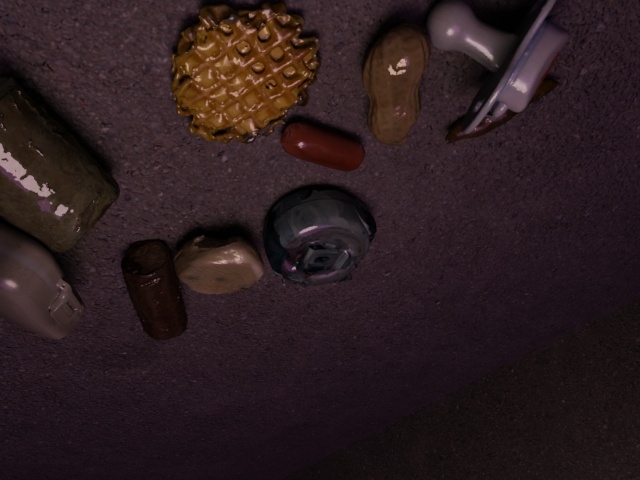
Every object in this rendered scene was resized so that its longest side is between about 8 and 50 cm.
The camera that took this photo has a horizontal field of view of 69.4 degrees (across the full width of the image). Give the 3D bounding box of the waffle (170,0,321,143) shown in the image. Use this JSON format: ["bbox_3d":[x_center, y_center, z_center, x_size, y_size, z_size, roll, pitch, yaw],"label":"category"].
[{"bbox_3d":[-0.132,-0.287,0.832,0.263,0.060,0.280,0,137,-18],"label":"waffle"}]

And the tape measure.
[{"bbox_3d":[0.000,0.000,1.131,0.275,0.147,0.256,6,134,-26],"label":"tape measure"}]

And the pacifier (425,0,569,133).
[{"bbox_3d":[0.296,-0.351,0.834,0.233,0.244,0.299,29,102,-3],"label":"pacifier"}]

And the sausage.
[{"bbox_3d":[0.008,-0.195,0.973,0.194,0.077,0.077,14,131,-28],"label":"sausage"}]

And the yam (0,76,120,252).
[{"bbox_3d":[-0.501,-0.125,0.794,0.195,0.195,0.300,-22,138,7],"label":"yam"}]

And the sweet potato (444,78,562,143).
[{"bbox_3d":[0.396,-0.285,1.008,0.274,0.067,0.067,-27,138,9],"label":"sweet potato"}]

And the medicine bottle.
[{"bbox_3d":[-0.621,0.074,0.910,0.283,0.122,0.375,25,150,-2],"label":"medicine bottle"}]

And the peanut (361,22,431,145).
[{"bbox_3d":[0.137,-0.289,0.884,0.124,0.123,0.256,-10,146,-7],"label":"peanut"}]

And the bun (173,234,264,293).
[{"bbox_3d":[-0.247,0.051,1.131,0.210,0.116,0.237,15,145,-35],"label":"bun"}]

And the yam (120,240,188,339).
[{"bbox_3d":[-0.416,0.134,1.164,0.131,0.131,0.279,-7,137,-11],"label":"yam"}]
